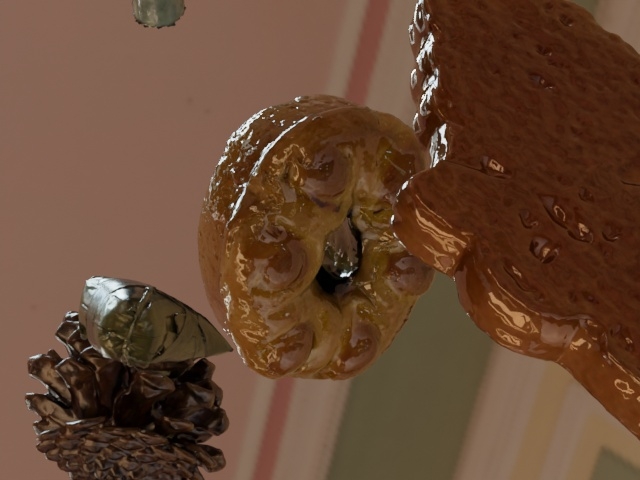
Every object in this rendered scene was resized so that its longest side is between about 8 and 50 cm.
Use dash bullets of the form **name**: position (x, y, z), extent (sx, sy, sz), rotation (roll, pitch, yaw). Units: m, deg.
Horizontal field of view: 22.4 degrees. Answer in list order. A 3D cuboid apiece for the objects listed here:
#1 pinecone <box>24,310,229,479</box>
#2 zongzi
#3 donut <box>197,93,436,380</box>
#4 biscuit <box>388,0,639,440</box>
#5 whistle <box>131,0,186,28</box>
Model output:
- **pinecone**: position (-0.175, 0.134, 1.448), extent (0.186, 0.168, 0.212), rotation (76, -5, -53)
- **zongzi**: position (-0.100, 0.065, 1.093), extent (0.055, 0.119, 0.109), rotation (-70, -161, 3)
- **donut**: position (0.000, 0.000, 1.784), extent (0.150, 0.299, 0.317), rotation (31, -84, 49)
- **biscuit**: position (0.115, -0.003, 0.577), extent (0.280, 0.183, 0.043), rotation (61, -31, 27)
- **whistle**: position (-0.172, -0.342, 1.615), extent (0.062, 0.062, 0.312), rotation (41, -28, 26)
